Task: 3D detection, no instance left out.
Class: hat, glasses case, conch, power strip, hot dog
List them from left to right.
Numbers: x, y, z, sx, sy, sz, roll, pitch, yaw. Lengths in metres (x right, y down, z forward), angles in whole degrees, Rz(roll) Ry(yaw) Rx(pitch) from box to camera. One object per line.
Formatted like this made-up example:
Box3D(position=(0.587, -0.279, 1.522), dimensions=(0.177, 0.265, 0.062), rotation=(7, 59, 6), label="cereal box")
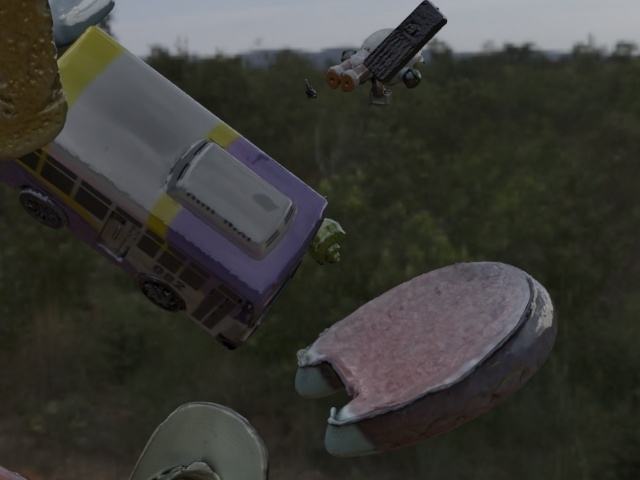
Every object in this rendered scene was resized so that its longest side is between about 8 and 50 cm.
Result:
Box3D(position=(-0.251, -0.178, 0.903), dimensions=(0.084, 0.242, 0.073), rotation=(-26, 38, -33), label="hot dog")
Box3D(position=(-0.338, -0.326, 1.681), dimensions=(0.045, 0.067, 0.178), rotation=(-5, 30, 25), label="glasses case")
Box3D(position=(-0.218, 0.403, 1.962), dimensions=(0.258, 0.301, 0.168), rotation=(17, 4, -14), label="hat")
Box3D(position=(0.000, 0.000, 1.976), dimensions=(0.074, 0.089, 0.121), rotation=(-15, 49, -28), label="conch")
Box3D(position=(0.101, -0.237, 1.441), dimensions=(0.111, 0.038, 0.029), rotation=(-45, -9, 14), label="power strip")

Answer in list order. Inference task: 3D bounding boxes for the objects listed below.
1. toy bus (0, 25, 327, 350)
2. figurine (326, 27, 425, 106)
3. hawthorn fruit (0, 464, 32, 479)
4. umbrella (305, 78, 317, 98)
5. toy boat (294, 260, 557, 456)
Box3D(position=(-0.211, -0.068, 1.670), dimensions=(0.440, 0.209, 0.249), rotation=(38, -28, -5), label="toy bus")
Box3D(position=(0.087, -0.267, 1.871), dimensions=(0.147, 0.093, 0.197), rotation=(23, 46, 31), label="figurine")
Box3D(position=(-0.555, 0.464, 1.692), dimensions=(0.403, 0.402, 0.403), rotation=(-1, 7, 0), label="hawthorn fruit")
Box3D(position=(-0.012, -0.196, 1.624), dimensions=(0.013, 0.022, 0.122), rotation=(-15, -4, 5), label="umbrella")
Box3D(position=(0.096, 0.105, 1.025), dimensions=(0.227, 0.085, 0.155), rotation=(-28, 33, -4), label="toy boat")
